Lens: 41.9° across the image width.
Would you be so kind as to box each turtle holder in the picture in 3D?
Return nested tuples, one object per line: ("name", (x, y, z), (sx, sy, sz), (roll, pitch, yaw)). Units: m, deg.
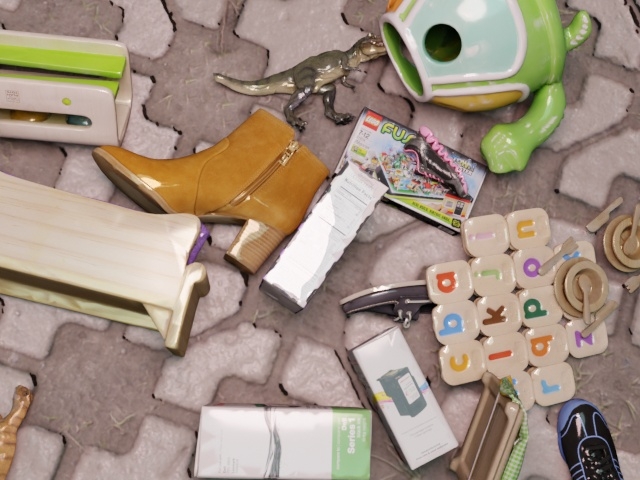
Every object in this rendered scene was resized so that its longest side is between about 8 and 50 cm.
("turtle holder", (0.223, -0.280, 1.198), (0.227, 0.243, 0.320), (-29, 128, -6))

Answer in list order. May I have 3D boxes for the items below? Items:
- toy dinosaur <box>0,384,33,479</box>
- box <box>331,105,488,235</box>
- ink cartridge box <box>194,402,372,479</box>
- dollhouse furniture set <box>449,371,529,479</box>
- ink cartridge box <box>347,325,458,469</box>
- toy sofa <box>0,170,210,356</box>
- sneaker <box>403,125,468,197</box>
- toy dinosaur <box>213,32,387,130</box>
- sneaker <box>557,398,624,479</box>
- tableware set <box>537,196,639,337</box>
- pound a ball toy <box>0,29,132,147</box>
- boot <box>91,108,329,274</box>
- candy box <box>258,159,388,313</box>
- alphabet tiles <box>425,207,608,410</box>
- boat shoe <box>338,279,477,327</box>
("toy dinosaur", (-0.442, 0.301, 1.128), (0.112, 0.064, 0.212), (8, 81, -4))
("box", (0.132, -0.101, 1.236), (0.207, 0.036, 0.114), (25, 80, -5))
("ink cartridge box", (-0.051, 0.265, 1.112), (0.219, 0.160, 0.093), (3, 80, -4))
("dollhouse furniture set", (0.246, 0.341, 1.074), (0.151, 0.197, 0.302), (19, 94, 1))
("ink cartridge box", (0.108, 0.212, 1.149), (0.072, 0.127, 0.175), (-26, 83, -5))
("toy sofa", (-0.332, 0.029, 1.134), (0.362, 0.150, 0.177), (14, 76, -2))
("sneaker", (0.164, -0.104, 1.204), (0.057, 0.047, 0.119), (-37, 85, 1))
("toy dinosaur", (-0.014, -0.225, 1.244), (0.268, 0.064, 0.118), (-16, 79, -4))
("sneaker", (0.394, 0.338, 1.169), (0.081, 0.090, 0.232), (-10, 83, -6))
("tableware set", (0.421, 0.034, 1.218), (0.194, 0.039, 0.128), (-39, 98, -17))
("pound a ball toy", (-0.436, -0.177, 1.147), (0.319, 0.136, 0.208), (4, 45, -4))
("boot", (-0.149, -0.110, 1.192), (0.295, 0.104, 0.211), (34, 74, -10))
("candy box", (0.000, 0.000, 1.154), (0.070, 0.165, 0.196), (35, 80, 0))
("alphabet tiles", (0.284, 0.100, 1.201), (0.278, 0.021, 0.284), (-9, 91, -20))
("boat shoe", (0.130, 0.091, 1.197), (0.206, 0.075, 0.065), (-8, 81, -11))
